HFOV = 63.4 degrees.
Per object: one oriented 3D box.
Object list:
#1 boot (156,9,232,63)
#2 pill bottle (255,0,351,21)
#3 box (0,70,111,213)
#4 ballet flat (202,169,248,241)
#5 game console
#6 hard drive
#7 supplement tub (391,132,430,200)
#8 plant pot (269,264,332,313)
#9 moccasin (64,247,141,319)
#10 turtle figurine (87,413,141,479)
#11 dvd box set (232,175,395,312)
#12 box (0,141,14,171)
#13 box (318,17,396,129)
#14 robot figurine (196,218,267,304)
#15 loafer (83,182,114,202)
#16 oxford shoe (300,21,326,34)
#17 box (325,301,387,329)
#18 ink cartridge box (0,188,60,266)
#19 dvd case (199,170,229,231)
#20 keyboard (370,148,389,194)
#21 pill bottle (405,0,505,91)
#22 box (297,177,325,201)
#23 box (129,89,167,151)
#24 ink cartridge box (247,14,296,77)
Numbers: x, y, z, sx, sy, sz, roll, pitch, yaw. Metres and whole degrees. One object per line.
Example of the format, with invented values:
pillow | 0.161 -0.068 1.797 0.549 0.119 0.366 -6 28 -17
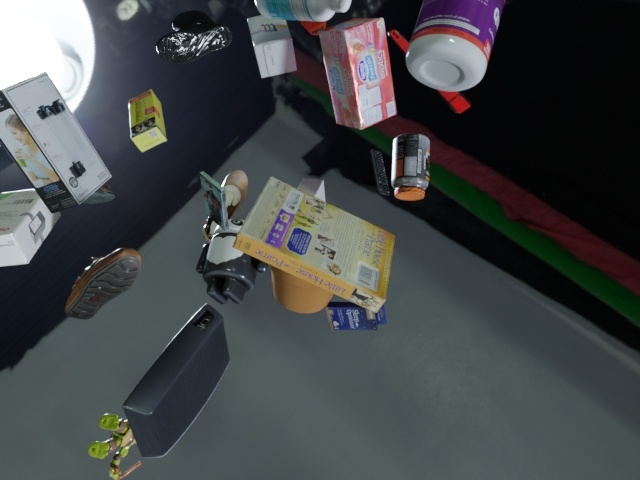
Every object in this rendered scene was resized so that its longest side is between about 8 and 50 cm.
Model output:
boot | -0.427 -0.649 1.641 0.207 0.247 0.094 43 -31 41
pill bottle | -0.047 -0.708 1.484 0.264 0.146 0.146 14 -21 25
box | -0.641 -0.231 1.224 0.169 0.087 0.289 -76 148 -57
ballet flat | -0.372 -0.127 2.035 0.108 0.315 0.106 23 11 -9
game console | 0.354 -0.574 1.714 0.342 0.060 0.386 46 20 -10
hard drive | -0.250 0.258 0.957 0.054 0.254 0.171 13 -51 17
supplement tub | 0.281 -0.227 1.619 0.117 0.190 0.117 4 -11 1
plant pot | -0.051 0.116 1.808 0.291 0.291 0.203 35 -53 33
moccasin | -0.689 0.120 1.652 0.139 0.380 0.146 17 49 -35
turtle figurine | -0.532 0.523 1.422 0.087 0.269 0.217 26 -15 20
dvd box set | 0.000 0.000 1.452 0.421 0.307 0.062 25 -52 -5
box | -1.185 -0.277 1.740 0.059 0.232 0.183 10 -46 26
box | 0.117 -0.516 1.607 0.142 0.154 0.299 29 -39 50
robot figurine | -0.284 0.063 1.679 0.209 0.278 0.173 16 -29 -13
loafer | -0.696 -0.164 1.585 0.267 0.096 0.084 180 -102 -79
oxford shoe | -0.057 -0.811 1.697 0.098 0.097 0.271 -102 166 -51
box | 0.139 0.291 1.995 0.226 0.036 0.136 -3 -50 14
ink cartridge box | -0.957 -0.040 1.583 0.272 0.199 0.114 -95 179 -55
dvd case | -0.240 -0.088 1.172 0.087 0.013 0.119 39 -38 32
keyboard | 0.240 -0.265 2.030 0.023 0.180 0.108 -14 -10 29
pill bottle | 0.321 -0.521 1.186 0.182 0.322 0.181 18 -11 4
box | -0.040 -0.153 2.151 0.091 0.130 0.170 7 -48 15
box | -0.522 -0.363 1.559 0.058 0.088 0.232 63 4 -46
ink cartridge box | -0.161 -0.656 1.737 0.128 0.128 0.176 80 -3 -54
